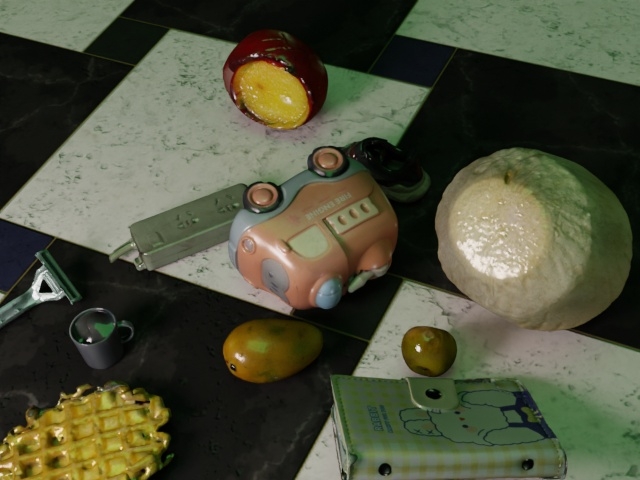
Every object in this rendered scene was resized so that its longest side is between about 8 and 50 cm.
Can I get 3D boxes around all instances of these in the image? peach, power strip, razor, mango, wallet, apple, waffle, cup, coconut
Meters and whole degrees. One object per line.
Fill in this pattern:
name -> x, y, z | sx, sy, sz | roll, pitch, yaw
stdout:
peach -> -0.088, -0.319, 1.974 | 0.190, 0.196, 0.226 | -43, 46, 13
power strip -> -0.250, -0.017, 1.805 | 0.288, 0.053, 0.093 | -22, 49, -14
razor -> -0.562, 0.138, 1.707 | 0.278, 0.056, 0.111 | -36, 89, -17
mango -> -0.075, 0.176, 1.584 | 0.163, 0.089, 0.111 | 0, 46, -4
wallet -> 0.174, 0.273, 1.430 | 0.310, 0.077, 0.223 | 0, 22, -7
apple -> 0.171, 0.172, 1.555 | 0.090, 0.089, 0.074 | 12, 63, 17
waffle -> -0.369, 0.323, 1.502 | 0.262, 0.060, 0.280 | 18, 52, 21
cup -> -0.358, 0.163, 1.636 | 0.100, 0.077, 0.078 | -11, 47, -3
coconut -> 0.346, 0.002, 1.570 | 0.329, 0.328, 0.328 | -3, 47, 4

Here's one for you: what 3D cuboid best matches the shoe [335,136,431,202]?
shoe -> 0.099, -0.150, 1.844 | 0.228, 0.112, 0.099 | 19, 54, 20

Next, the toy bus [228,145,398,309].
toy bus -> 0.000, 0.000, 1.683 | 0.288, 0.194, 0.232 | -31, 64, -21
